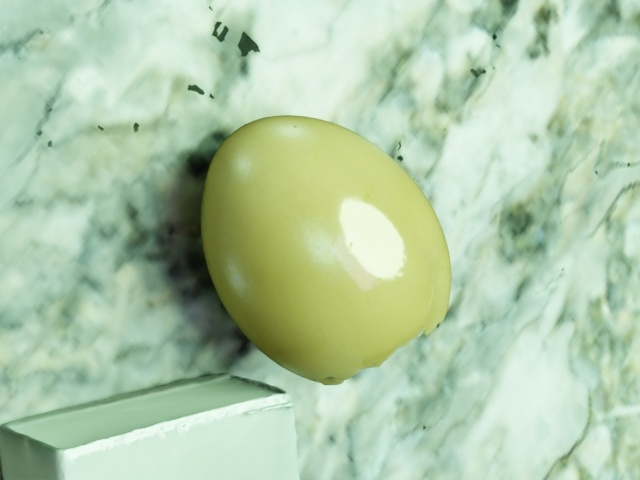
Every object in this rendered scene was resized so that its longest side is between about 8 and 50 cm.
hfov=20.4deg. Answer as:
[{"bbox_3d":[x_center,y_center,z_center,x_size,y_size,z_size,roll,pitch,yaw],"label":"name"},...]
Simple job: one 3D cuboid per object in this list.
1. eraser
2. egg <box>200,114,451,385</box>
[{"bbox_3d":[-0.050,0.166,0.613,0.096,0.052,0.225,-11,102,-34],"label":"eraser"},{"bbox_3d":[0.000,0.000,0.615,0.080,0.080,0.096,-34,106,-30],"label":"egg"}]
